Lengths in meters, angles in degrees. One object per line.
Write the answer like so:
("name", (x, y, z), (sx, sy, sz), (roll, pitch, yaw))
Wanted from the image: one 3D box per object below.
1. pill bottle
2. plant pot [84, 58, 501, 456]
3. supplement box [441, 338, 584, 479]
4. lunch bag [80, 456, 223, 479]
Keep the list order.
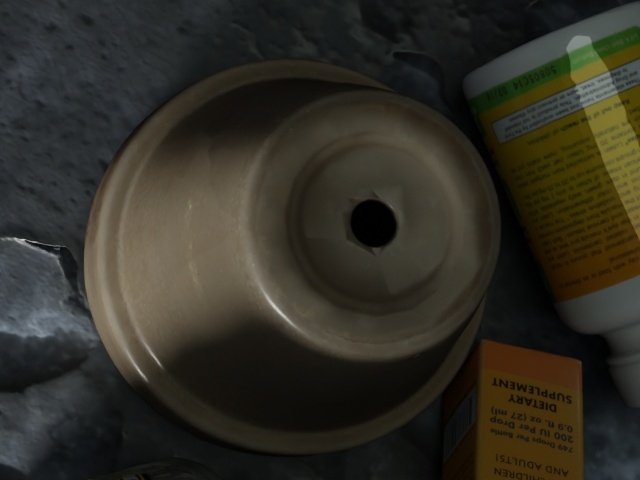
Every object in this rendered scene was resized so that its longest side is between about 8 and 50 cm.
("pill bottle", (0.200, -0.021, 1.129), (0.136, 0.136, 0.246), (-23, 90, -16))
("plant pot", (0.000, 0.000, 1.029), (0.263, 0.229, 0.263), (2, 82, -13))
("supplement box", (0.120, 0.181, 1.067), (0.078, 0.080, 0.233), (13, 54, -11))
("lunch bag", (-0.071, 0.218, 0.981), (0.287, 0.235, 0.169), (21, 84, -12))
